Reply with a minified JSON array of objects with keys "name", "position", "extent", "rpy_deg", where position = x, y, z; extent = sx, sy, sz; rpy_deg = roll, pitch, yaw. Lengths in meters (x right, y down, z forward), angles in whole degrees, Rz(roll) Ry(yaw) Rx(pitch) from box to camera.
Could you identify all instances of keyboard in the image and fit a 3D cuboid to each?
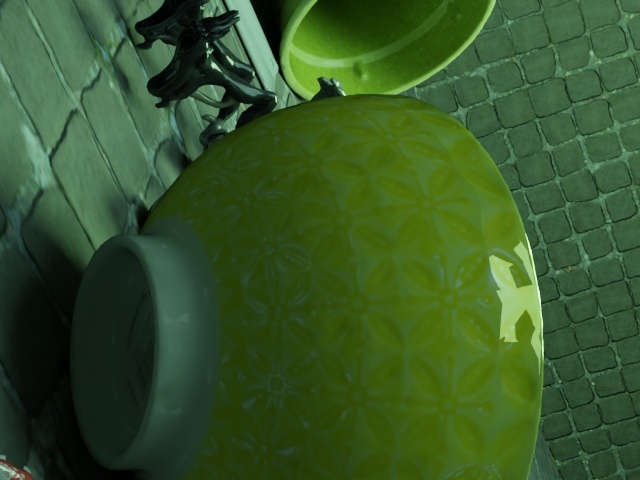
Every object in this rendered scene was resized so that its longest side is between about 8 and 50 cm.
[{"name":"keyboard","position":[-0.098,-0.269,1.324],"extent":[0.072,0.014,0.256],"rpy_deg":[-80,150,-56]}]

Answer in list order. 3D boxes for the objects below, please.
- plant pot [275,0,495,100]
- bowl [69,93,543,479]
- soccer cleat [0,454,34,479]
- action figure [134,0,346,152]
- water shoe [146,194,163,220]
[{"name":"plant pot","position":[0.036,-0.348,1.533],"extent":[0.254,0.276,0.276],"rpy_deg":[65,7,27]},{"name":"bowl","position":[-0.038,0.059,0.658],"extent":[0.156,0.289,0.289],"rpy_deg":[4,60,-31]},{"name":"soccer cleat","position":[-0.128,0.124,0.534],"extent":[0.035,0.029,0.083],"rpy_deg":[-100,171,-52]},{"name":"action figure","position":[-0.033,-0.070,1.004],"extent":[0.275,0.141,0.164],"rpy_deg":[62,4,-35]},{"name":"water shoe","position":[-0.053,0.058,0.852],"extent":[0.073,0.080,0.203],"rpy_deg":[-40,112,-77]}]
